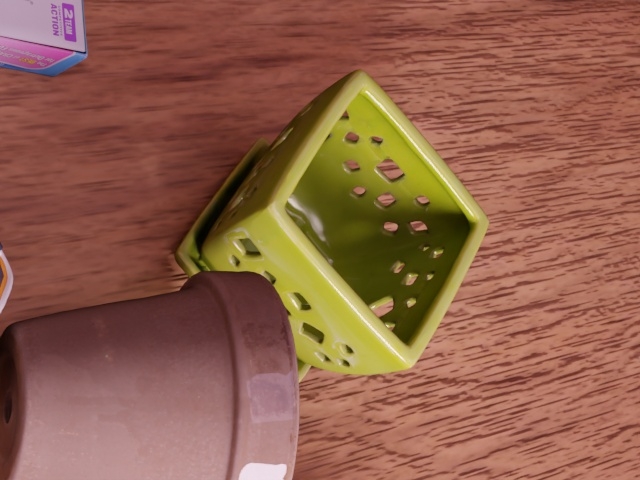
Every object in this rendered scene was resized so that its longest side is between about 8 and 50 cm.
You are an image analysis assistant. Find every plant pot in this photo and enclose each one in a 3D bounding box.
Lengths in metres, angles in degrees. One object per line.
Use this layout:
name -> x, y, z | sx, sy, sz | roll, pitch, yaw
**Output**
plant pot -> -0.168, 0.152, 1.508 | 0.229, 0.263, 0.263 | 4, 72, -24
plant pot -> 0.000, 0.000, 1.721 | 0.227, 0.207, 0.228 | 48, 49, -18

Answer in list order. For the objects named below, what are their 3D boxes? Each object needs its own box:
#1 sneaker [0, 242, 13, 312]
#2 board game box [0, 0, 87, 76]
sneaker -> -0.346, -0.001, 1.466 | 0.127, 0.126, 0.321 | 0, 84, -39
board game box -> -0.373, -0.297, 1.586 | 0.316, 0.064, 0.242 | 8, 70, -41
